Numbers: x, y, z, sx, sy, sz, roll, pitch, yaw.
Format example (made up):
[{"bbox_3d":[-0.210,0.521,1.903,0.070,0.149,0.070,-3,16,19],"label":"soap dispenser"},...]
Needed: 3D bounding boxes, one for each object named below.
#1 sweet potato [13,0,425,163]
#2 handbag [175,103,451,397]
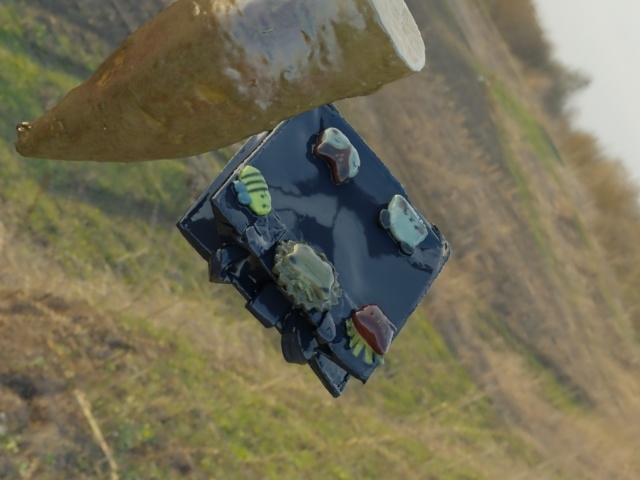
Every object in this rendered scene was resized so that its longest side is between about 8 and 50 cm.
[{"bbox_3d":[-0.090,-0.130,0.952,0.131,0.337,0.131,-20,90,-86],"label":"sweet potato"},{"bbox_3d":[0.000,0.000,1.575,0.303,0.122,0.329,48,39,-10],"label":"handbag"}]
